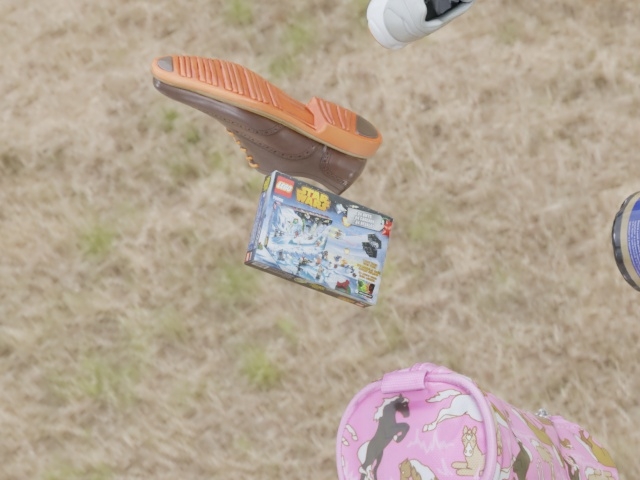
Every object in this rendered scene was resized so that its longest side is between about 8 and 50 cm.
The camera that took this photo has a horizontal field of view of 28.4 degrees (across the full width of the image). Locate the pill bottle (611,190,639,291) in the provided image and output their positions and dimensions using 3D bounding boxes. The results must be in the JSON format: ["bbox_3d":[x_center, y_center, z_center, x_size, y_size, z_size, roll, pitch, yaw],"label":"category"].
[{"bbox_3d":[0.429,-0.007,1.344,0.219,0.123,0.123,-10,41,54],"label":"pill bottle"}]

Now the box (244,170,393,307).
[{"bbox_3d":[0.000,0.000,1.225,0.027,0.137,0.094,-21,51,60],"label":"box"}]

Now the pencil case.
[{"bbox_3d":[0.163,0.228,1.211,0.160,0.386,0.167,-46,58,10],"label":"pencil case"}]

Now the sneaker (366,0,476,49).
[{"bbox_3d":[0.181,-0.343,1.634,0.262,0.099,0.121,-51,28,-20],"label":"sneaker"}]

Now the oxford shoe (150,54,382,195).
[{"bbox_3d":[-0.093,-0.164,1.870,0.132,0.364,0.130,-61,19,25],"label":"oxford shoe"}]
